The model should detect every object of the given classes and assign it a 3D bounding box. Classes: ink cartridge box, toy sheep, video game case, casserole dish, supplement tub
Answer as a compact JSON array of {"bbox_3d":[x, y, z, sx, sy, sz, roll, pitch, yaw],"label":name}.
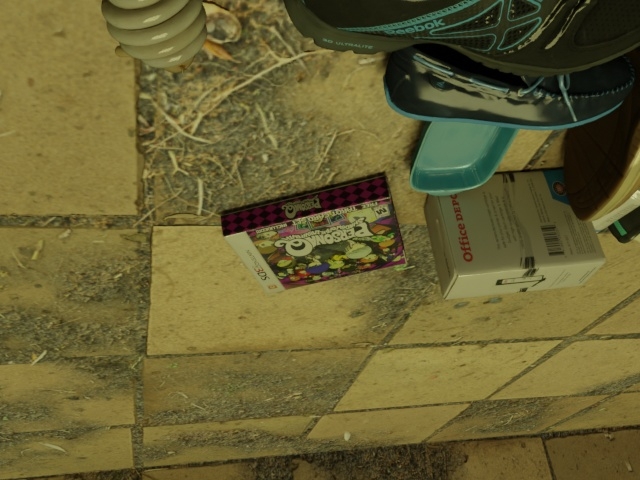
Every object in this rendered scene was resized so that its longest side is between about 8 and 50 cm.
[{"bbox_3d":[0.256,-0.010,0.900,0.203,0.148,0.086,-5,153,-6],"label":"ink cartridge box"},{"bbox_3d":[-0.139,-0.191,0.539,0.091,0.091,0.132,-13,145,7],"label":"toy sheep"},{"bbox_3d":[0.000,0.000,0.955,0.231,0.042,0.210,-13,152,7],"label":"video game case"},{"bbox_3d":[0.169,-0.120,0.796,0.114,0.037,0.188,-4,151,-9],"label":"casserole dish"},{"bbox_3d":[0.404,-0.062,0.928,0.070,0.071,0.107,9,146,-29],"label":"supplement tub"}]

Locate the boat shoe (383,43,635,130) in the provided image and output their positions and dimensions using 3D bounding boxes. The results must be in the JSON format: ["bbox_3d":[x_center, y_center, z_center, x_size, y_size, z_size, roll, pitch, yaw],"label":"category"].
[{"bbox_3d":[0.196,-0.165,0.656,0.258,0.109,0.089,-7,147,-8],"label":"boat shoe"}]

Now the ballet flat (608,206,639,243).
[{"bbox_3d":[0.553,-0.020,1.017,0.280,0.096,0.095,1,150,-18],"label":"ballet flat"}]

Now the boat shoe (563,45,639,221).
[{"bbox_3d":[0.376,-0.137,0.734,0.110,0.122,0.341,-6,149,-8],"label":"boat shoe"}]

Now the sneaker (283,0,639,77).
[{"bbox_3d":[0.145,-0.202,0.512,0.340,0.125,0.139,-5,180,-9],"label":"sneaker"}]
